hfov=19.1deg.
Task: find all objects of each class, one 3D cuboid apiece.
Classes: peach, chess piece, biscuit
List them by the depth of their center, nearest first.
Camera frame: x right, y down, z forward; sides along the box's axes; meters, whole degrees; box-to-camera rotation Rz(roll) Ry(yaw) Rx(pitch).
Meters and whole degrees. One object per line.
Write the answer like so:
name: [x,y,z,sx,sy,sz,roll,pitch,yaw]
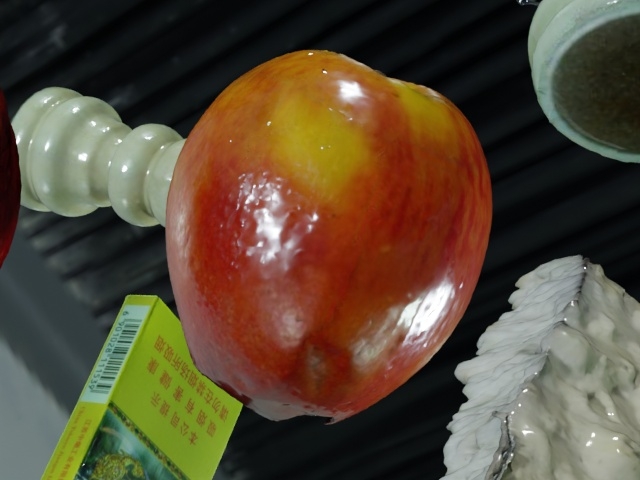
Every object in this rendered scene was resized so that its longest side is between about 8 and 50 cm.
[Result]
biscuit: [0.164,0.117,1.096,0.179,0.084,0.281,34,33,-6]
chess piece: [0.233,-0.214,1.351,0.176,0.176,0.298,35,42,-32]
peach: [0.000,0.000,1.395,0.238,0.281,0.281,18,55,-27]
chess piece: [-0.189,-0.071,1.919,0.133,0.243,0.133,-29,126,-50]

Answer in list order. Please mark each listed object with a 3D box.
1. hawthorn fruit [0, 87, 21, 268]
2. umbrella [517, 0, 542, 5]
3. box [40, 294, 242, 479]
hawthorn fruit: [-0.332,-0.051,1.343,0.265,0.265,0.307,42,52,-26]
umbrella: [0.214,-0.293,1.528,0.071,0.071,0.248,41,69,-27]
box: [-0.188,0.240,1.809,0.187,0.047,0.335,53,50,-43]
